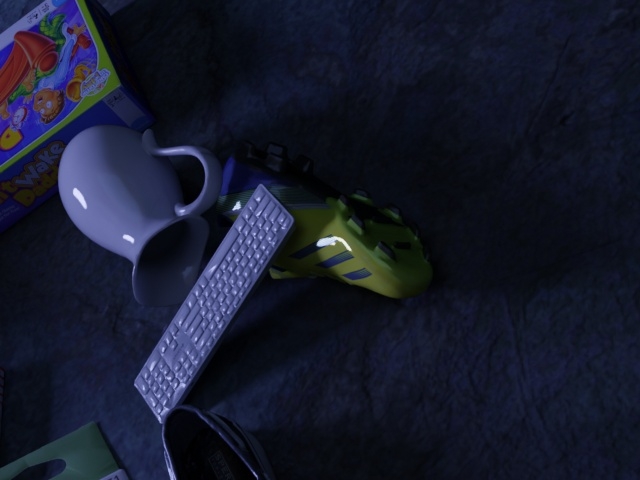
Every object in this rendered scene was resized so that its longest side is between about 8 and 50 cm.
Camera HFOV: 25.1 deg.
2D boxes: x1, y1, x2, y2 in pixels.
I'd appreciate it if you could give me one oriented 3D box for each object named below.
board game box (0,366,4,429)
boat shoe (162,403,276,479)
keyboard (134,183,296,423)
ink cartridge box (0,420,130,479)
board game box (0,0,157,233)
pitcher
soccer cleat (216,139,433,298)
[{"bbox_3d":[-0.442,0.224,1.589,0.193,0.045,0.147,-20,51,20],"label":"board game box"},{"bbox_3d":[-0.063,0.261,1.281,0.108,0.102,0.301,-37,47,6],"label":"boat shoe"},{"bbox_3d":[-0.109,0.065,1.448,0.072,0.014,0.256,45,108,38],"label":"keyboard"},{"bbox_3d":[-0.259,0.275,1.396,0.171,0.056,0.235,-26,47,-13],"label":"ink cartridge box"},{"bbox_3d":[-0.390,-0.138,1.781,0.347,0.078,0.233,-35,47,7],"label":"board game box"},{"bbox_3d":[-0.189,-0.057,1.552,0.207,0.125,0.178,48,115,39],"label":"pitcher"},{"bbox_3d":[0.001,0.000,1.449,0.289,0.093,0.121,34,111,38],"label":"soccer cleat"}]
